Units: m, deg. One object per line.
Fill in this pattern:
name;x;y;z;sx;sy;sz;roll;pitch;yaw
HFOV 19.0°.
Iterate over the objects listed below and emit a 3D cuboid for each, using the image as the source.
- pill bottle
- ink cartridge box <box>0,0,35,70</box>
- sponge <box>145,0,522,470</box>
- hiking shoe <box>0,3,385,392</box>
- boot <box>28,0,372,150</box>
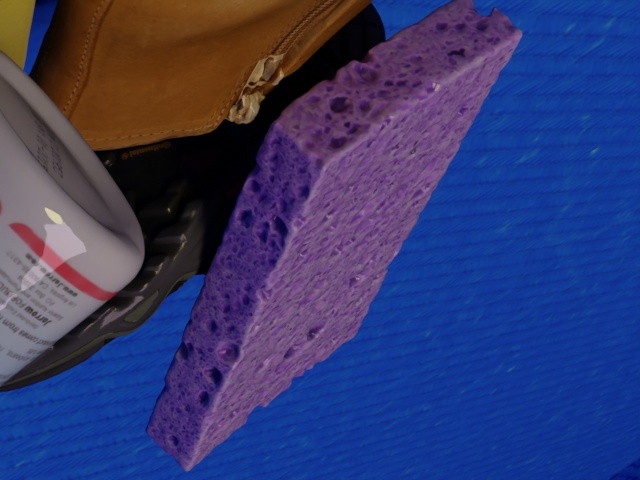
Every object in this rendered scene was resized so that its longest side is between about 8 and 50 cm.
pill bottle;-0.134;0.022;0.531;0.160;0.087;0.087;-37;160;6
ink cartridge box;-0.216;-0.033;0.496;0.304;0.072;0.307;-26;155;-28
sponge;0.000;0.000;0.768;0.117;0.031;0.210;-36;162;-38
hiking shoe;-0.059;-0.007;0.778;0.227;0.086;0.114;-37;156;-4
boot;0.033;-0.142;0.652;0.295;0.104;0.211;-28;167;-29
